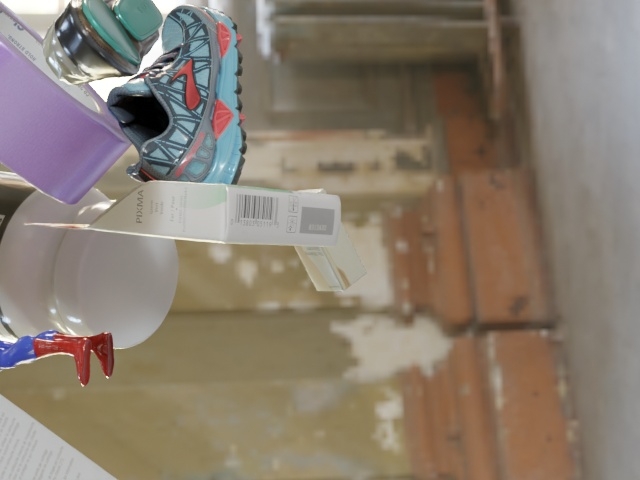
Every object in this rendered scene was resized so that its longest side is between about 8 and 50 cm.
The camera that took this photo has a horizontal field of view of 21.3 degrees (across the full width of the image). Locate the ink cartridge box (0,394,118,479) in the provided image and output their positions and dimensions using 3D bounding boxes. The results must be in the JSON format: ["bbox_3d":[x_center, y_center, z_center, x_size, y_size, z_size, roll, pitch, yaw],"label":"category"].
[{"bbox_3d":[-0.289,0.207,1.367,0.069,0.371,0.176,-28,31,38],"label":"ink cartridge box"}]

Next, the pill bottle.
[{"bbox_3d":[-0.364,0.024,2.088,0.362,0.210,0.210,8,103,36],"label":"pill bottle"}]

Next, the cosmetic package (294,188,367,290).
[{"bbox_3d":[0.000,0.000,1.944,0.060,0.041,0.115,-5,117,57],"label":"cosmetic package"}]

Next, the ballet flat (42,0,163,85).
[{"bbox_3d":[-0.165,-0.145,1.260,0.203,0.074,0.074,-70,-19,-76],"label":"ballet flat"}]

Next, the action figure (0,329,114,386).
[{"bbox_3d":[-0.361,0.156,1.777,0.091,0.280,0.139,-6,-80,-72],"label":"action figure"}]

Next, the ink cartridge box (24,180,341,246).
[{"bbox_3d":[-0.122,-0.028,1.521,0.181,0.224,0.056,2,-85,-58],"label":"ink cartridge box"}]

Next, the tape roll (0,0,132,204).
[{"bbox_3d":[-0.315,-0.161,1.692,0.090,0.275,0.275,-45,17,4],"label":"tape roll"}]

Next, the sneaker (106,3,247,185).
[{"bbox_3d":[-0.144,-0.148,1.657,0.104,0.125,0.262,-56,31,38],"label":"sneaker"}]
